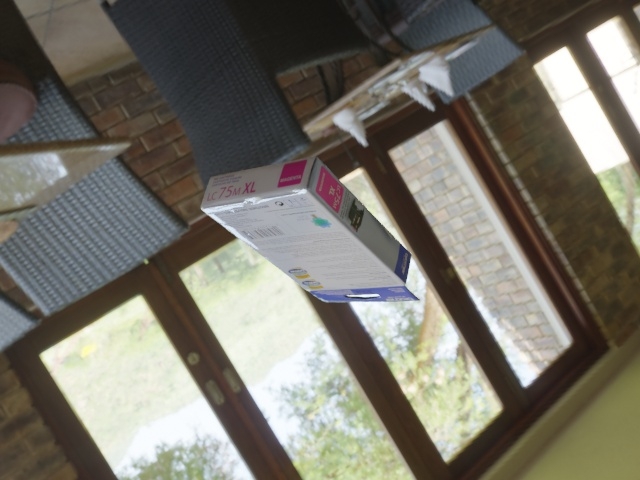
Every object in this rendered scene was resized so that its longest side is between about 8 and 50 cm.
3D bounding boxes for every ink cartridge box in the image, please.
[{"bbox_3d":[0.000,0.000,1.021,0.185,0.311,0.065,-6,-125,36],"label":"ink cartridge box"}]
